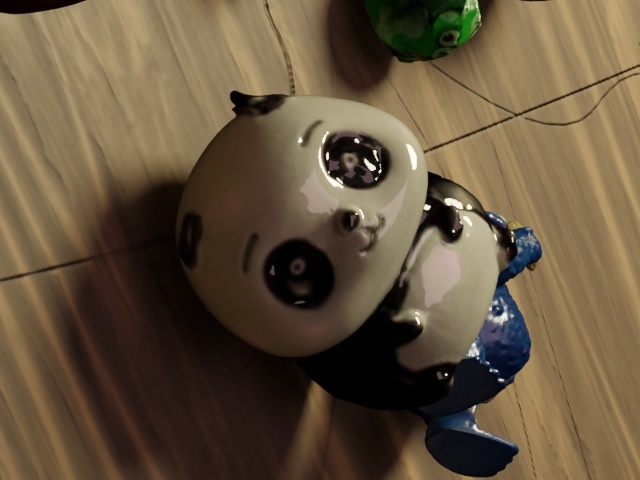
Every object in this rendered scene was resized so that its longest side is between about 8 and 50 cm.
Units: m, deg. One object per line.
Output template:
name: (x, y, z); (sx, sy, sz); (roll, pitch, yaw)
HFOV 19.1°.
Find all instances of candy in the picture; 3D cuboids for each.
candy: (0.050, -0.301, 1.538); (0.097, 0.097, 0.323); (-8, 81, -53)

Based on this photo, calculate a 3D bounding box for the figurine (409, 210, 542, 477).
figurine: (0.108, 0.062, 1.501); (0.262, 0.121, 0.164); (-70, 165, -64)

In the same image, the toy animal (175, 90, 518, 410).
toy animal: (0.008, 0.003, 1.331); (0.235, 0.165, 0.187); (39, 70, -44)

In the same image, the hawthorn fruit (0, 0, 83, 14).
hawthorn fruit: (-0.173, -0.273, 1.048); (0.308, 0.325, 0.308); (0, 91, -24)
